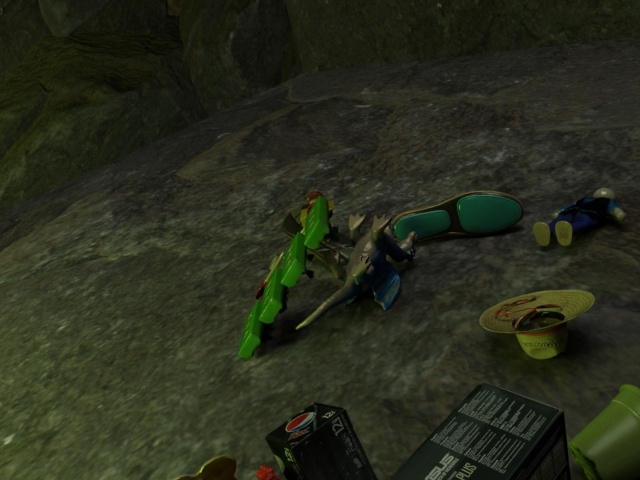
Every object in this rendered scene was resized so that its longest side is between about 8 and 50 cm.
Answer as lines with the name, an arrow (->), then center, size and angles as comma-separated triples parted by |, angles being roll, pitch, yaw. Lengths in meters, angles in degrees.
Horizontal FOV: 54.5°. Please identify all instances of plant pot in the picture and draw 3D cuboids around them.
plant pot -> 0.281, 0.192, 0.582 | 0.079, 0.083, 0.083 | -32, 26, -5

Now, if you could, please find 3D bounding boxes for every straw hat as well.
straw hat -> 0.272, 0.112, 0.767 | 0.145, 0.061, 0.144 | -18, 7, 2

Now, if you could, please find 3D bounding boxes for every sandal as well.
sandal -> 0.000, 0.000, 1.187 | 0.090, 0.060, 0.219 | -31, 42, -19

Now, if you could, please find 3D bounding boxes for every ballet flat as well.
ballet flat -> 0.242, -0.047, 1.116 | 0.232, 0.080, 0.073 | -8, 10, 14

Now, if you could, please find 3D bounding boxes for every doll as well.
doll -> 0.434, -0.041, 1.020 | 0.189, 0.046, 0.129 | -26, 16, -37

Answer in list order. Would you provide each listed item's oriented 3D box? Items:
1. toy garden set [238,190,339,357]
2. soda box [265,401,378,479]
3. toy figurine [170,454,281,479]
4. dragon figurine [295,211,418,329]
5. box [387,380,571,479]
toy garden set -> -0.041, 0.043, 0.974 | 0.049, 0.244, 0.204 | 28, 20, -11
soda box -> 0.020, 0.227, 0.529 | 0.060, 0.168, 0.053 | -29, 8, -29
toy figurine -> -0.172, 0.336, 0.520 | 0.363, 0.191, 0.217 | -34, -1, -21
dragon figurine -> 0.074, 0.055, 0.976 | 0.085, 0.144, 0.289 | 3, 49, 33
box -> 0.122, 0.230, 0.494 | 0.180, 0.147, 0.078 | -34, 30, -34
